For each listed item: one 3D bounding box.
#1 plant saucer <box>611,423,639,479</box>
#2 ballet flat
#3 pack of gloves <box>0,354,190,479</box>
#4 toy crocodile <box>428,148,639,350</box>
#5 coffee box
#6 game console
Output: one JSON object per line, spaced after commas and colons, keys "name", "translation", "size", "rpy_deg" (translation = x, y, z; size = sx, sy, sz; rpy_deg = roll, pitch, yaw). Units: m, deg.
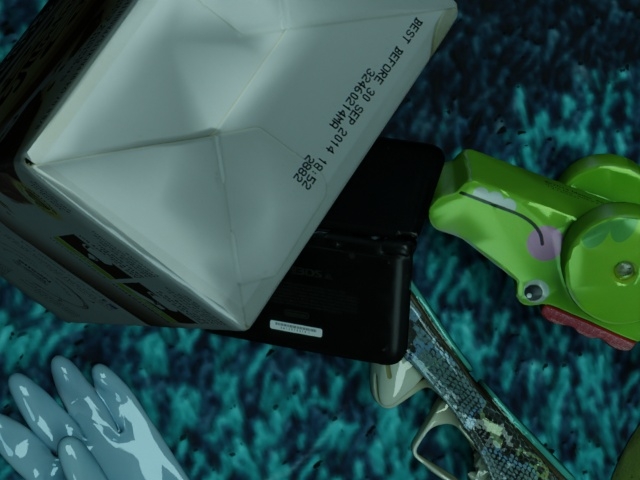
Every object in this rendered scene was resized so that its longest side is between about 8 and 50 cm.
{"name": "plant saucer", "translation": [0.285, 0.189, 1.077], "size": [0.241, 0.037, 0.240], "rpy_deg": [1, 86, -18]}
{"name": "ballet flat", "translation": [0.066, 0.089, 0.998], "size": [0.070, 0.070, 0.188], "rpy_deg": [-41, 96, -17]}
{"name": "pack of gloves", "translation": [-0.136, 0.188, 0.918], "size": [0.195, 0.046, 0.232], "rpy_deg": [-35, 92, -19]}
{"name": "toy crocodile", "translation": [0.216, 0.033, 1.019], "size": [0.341, 0.115, 0.105], "rpy_deg": [19, 110, -10]}
{"name": "coffee box", "translation": [-0.082, -0.057, 0.831], "size": [0.119, 0.297, 0.168], "rpy_deg": [38, 75, -16]}
{"name": "game console", "translation": [0.000, 0.000, 0.974], "size": [0.122, 0.071, 0.107], "rpy_deg": [9, 112, 18]}
